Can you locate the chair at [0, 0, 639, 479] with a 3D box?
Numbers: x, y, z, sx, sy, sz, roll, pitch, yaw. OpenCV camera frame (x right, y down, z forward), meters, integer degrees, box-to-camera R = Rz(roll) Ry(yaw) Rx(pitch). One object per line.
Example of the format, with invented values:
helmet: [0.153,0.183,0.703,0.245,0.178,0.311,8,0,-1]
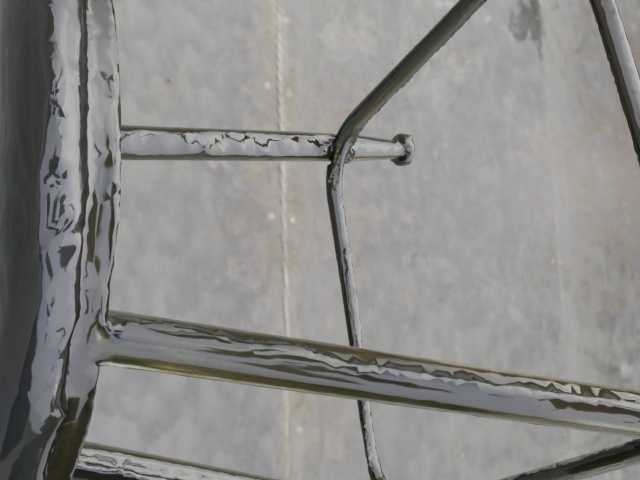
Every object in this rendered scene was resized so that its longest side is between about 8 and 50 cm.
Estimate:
chair: [0.000,0.000,0.523,0.410,0.362,0.364,3,66,-29]
